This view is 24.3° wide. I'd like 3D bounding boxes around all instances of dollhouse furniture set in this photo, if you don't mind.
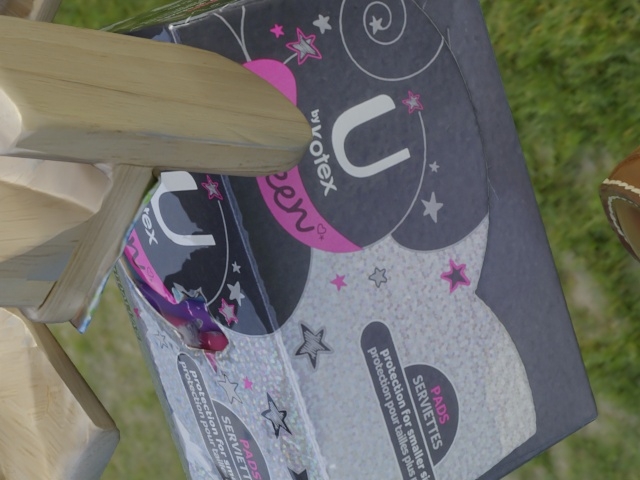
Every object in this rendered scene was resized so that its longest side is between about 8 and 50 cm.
[{"bbox_3d":[-0.192,-0.005,0.709,0.394,0.256,0.362,48,119,33],"label":"dollhouse furniture set"}]

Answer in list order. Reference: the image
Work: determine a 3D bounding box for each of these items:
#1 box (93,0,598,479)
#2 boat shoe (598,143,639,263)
[{"bbox_3d":[0.000,0.000,0.689,0.142,0.163,0.247,0,112,56],"label":"box"},{"bbox_3d":[0.191,0.069,0.542,0.122,0.120,0.324,53,179,-40],"label":"boat shoe"}]
